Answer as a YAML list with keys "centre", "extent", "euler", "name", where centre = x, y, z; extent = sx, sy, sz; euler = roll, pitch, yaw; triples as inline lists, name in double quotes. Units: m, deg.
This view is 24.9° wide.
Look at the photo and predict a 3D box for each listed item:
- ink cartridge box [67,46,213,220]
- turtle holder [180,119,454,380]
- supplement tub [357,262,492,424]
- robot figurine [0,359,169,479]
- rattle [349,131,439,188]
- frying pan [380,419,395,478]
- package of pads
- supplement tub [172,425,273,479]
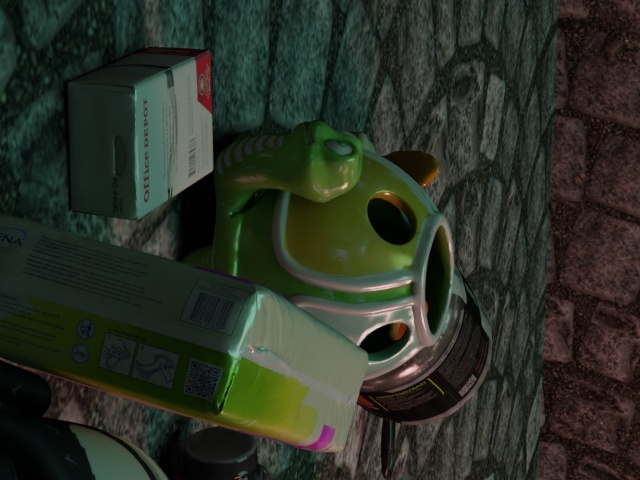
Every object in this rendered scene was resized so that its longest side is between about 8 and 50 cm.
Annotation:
- centre: [-0.144, -0.090, 1.178]
  extent: [0.150, 0.063, 0.109]
  euler: [-42, 136, -63]
  name: "ink cartridge box"
- centre: [0.007, -0.004, 1.413]
  extent: [0.243, 0.227, 0.320]
  euler: [-54, 147, -55]
  name: "turtle holder"
- centre: [0.081, 0.094, 1.716]
  extent: [0.338, 0.207, 0.207]
  euler: [48, 52, -68]
  name: "supplement tub"
- centre: [-0.194, 0.199, 0.953]
  extent: [0.209, 0.173, 0.278]
  euler: [-68, 160, -5]
  name: "robot figurine"
- centre: [0.093, -0.045, 1.827]
  extent: [0.130, 0.142, 0.200]
  euler: [-91, 167, -46]
  name: "rattle"
- centre: [0.101, 0.150, 2.056]
  extent: [0.197, 0.053, 0.326]
  euler: [-55, 149, -56]
  name: "frying pan"
- centre: [-0.113, 0.073, 1.071]
  extent: [0.296, 0.229, 0.101]
  euler: [42, 64, -69]
  name: "package of pads"
- centre: [-0.095, 0.283, 1.411]
  extent: [0.106, 0.106, 0.198]
  euler: [-48, 140, -61]
  name: "supplement tub"
